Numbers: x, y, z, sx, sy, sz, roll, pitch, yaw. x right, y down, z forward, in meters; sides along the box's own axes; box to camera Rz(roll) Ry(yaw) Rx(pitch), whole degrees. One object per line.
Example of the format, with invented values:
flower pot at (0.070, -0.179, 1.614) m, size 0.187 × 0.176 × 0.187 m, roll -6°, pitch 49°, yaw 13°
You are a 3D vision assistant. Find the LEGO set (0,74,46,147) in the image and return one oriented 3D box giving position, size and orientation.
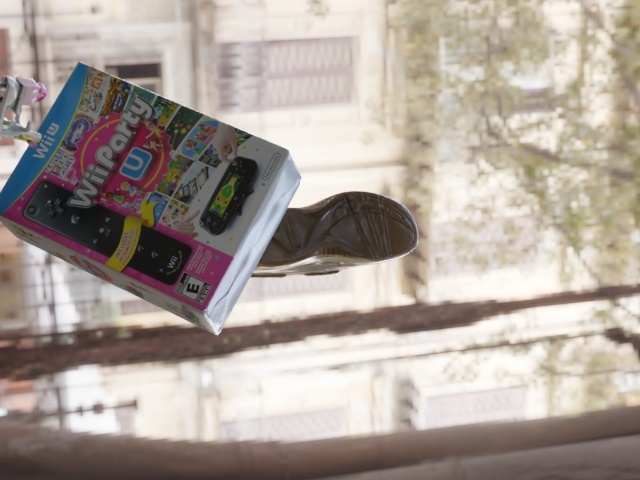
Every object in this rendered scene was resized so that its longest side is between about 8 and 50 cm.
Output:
LEGO set at (-0.383, -0.191, 1.520) m, size 0.132 × 0.107 × 0.287 m, roll -55°, pitch -134°, yaw 21°

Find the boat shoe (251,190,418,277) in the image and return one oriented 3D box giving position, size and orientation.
boat shoe at (0.000, 0.000, 1.901) m, size 0.098 × 0.302 × 0.109 m, roll -34°, pitch -111°, yaw 55°

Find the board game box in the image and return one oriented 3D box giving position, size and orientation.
board game box at (-0.210, -0.054, 1.619) m, size 0.224 × 0.303 × 0.097 m, roll -62°, pitch 163°, yaw -13°
